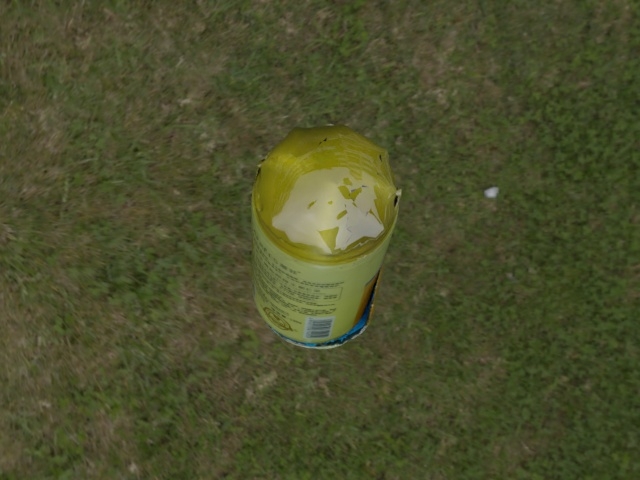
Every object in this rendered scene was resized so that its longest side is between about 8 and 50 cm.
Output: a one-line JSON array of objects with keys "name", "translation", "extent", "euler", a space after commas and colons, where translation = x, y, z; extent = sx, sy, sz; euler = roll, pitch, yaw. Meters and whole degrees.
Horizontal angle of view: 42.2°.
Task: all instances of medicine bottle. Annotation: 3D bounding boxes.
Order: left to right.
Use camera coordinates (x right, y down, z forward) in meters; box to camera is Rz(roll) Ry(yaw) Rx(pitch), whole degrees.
[{"name": "medicine bottle", "translation": [0.000, 0.000, 0.706], "extent": [0.124, 0.239, 0.124], "euler": [2, 64, -4]}]
